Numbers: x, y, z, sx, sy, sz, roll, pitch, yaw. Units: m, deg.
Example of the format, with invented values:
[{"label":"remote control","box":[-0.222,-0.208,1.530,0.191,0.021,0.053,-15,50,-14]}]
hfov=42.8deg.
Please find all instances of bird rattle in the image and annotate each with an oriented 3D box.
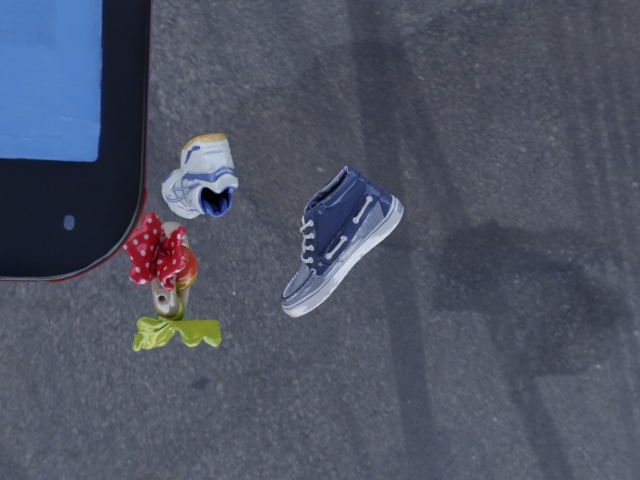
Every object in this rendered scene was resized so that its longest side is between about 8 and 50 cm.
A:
[{"label":"bird rattle","box":[-0.253,0.056,1.322,0.143,0.207,0.253,-9,120,4]}]

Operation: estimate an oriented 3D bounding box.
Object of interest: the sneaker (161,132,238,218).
[{"label":"sneaker","box":[-0.243,-0.092,1.645,0.112,0.296,0.131,-15,73,-24]}]

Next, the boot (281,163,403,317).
[{"label":"boot","box":[0.000,0.000,0.933,0.086,0.069,0.190,37,106,-23]}]

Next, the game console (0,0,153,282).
[{"label":"game console","box":[-0.271,-0.167,0.472,0.342,0.060,0.386,1,100,-19]}]
